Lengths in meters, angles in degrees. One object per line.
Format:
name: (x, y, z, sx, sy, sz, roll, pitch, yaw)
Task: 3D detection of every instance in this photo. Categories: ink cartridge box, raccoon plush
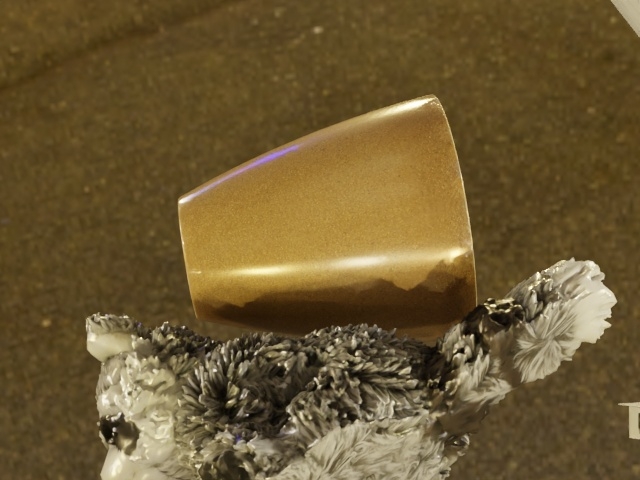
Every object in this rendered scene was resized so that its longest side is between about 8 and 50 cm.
ink cartridge box: (0.282, 0.147, 1.080, 0.048, 0.028, 0.083, 1, -2, -24)
raccoon plush: (0.005, 0.118, 1.209, 0.446, 0.216, 0.299, -27, 44, -18)

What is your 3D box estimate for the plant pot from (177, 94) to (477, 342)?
plant pot: (0.000, 0.000, 1.270, 0.254, 0.237, 0.237, -10, 36, -3)

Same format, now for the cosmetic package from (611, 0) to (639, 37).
cosmetic package: (0.162, -0.294, 0.442, 0.329, 0.393, 0.327, -34, 55, 12)
